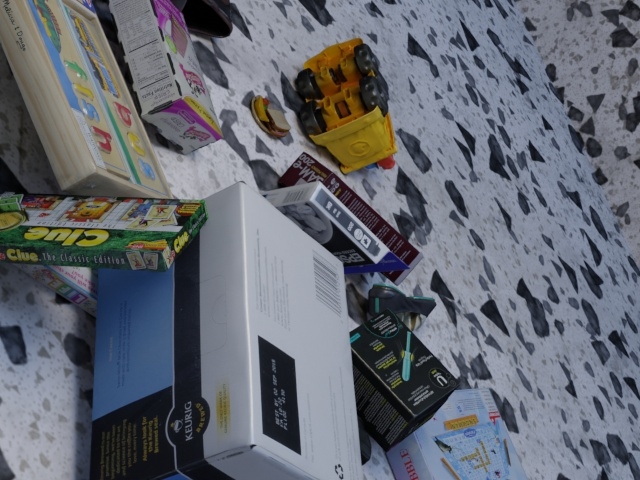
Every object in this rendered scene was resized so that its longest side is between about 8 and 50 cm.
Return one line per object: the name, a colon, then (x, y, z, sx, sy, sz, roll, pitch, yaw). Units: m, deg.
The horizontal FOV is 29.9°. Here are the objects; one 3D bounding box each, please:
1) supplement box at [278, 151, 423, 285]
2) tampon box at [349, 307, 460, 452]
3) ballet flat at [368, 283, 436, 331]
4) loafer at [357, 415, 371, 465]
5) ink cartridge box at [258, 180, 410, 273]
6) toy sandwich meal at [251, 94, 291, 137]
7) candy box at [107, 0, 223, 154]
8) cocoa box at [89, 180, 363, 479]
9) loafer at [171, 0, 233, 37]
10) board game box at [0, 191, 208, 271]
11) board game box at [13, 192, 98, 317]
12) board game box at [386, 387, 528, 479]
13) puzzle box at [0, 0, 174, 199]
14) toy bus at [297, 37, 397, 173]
supplement box: (0.051, -0.036, 1.994, 0.239, 0.073, 0.130, 40, 0, -31)
tampon box: (0.100, 0.207, 1.783, 0.161, 0.101, 0.120, 47, 44, 17)
ballet flat: (0.138, 0.121, 2.055, 0.203, 0.074, 0.074, 19, 47, -59)
loafer: (-0.006, 0.239, 1.696, 0.223, 0.076, 0.078, 47, 25, -30)
ink cartridge box: (0.000, 0.000, 1.807, 0.208, 0.206, 0.045, 42, 63, -25)
toy sandwich meal: (-0.085, -0.215, 2.051, 0.085, 0.029, 0.086, 39, 34, -33)
candy box: (-0.232, -0.263, 1.772, 0.159, 0.071, 0.233, 42, 27, -67)
cocoa box: (-0.112, 0.156, 1.407, 0.231, 0.228, 0.347, 39, 36, -44)
loafer: (-0.229, -0.387, 1.914, 0.302, 0.109, 0.095, -6, 72, -63)
board game box: (-0.270, -0.012, 1.346, 0.136, 0.259, 0.030, -63, 152, -57)
board game box: (-0.303, 0.024, 1.471, 0.154, 0.026, 0.103, 39, 34, -33)
board game box: (0.240, 0.399, 1.936, 0.318, 0.066, 0.318, 7, 56, -55)
puzzle box: (-0.328, -0.228, 1.566, 0.409, 0.052, 0.272, 66, 10, 13)
toy bus: (0.069, -0.231, 2.214, 0.211, 0.149, 0.220, 50, 24, -44)
